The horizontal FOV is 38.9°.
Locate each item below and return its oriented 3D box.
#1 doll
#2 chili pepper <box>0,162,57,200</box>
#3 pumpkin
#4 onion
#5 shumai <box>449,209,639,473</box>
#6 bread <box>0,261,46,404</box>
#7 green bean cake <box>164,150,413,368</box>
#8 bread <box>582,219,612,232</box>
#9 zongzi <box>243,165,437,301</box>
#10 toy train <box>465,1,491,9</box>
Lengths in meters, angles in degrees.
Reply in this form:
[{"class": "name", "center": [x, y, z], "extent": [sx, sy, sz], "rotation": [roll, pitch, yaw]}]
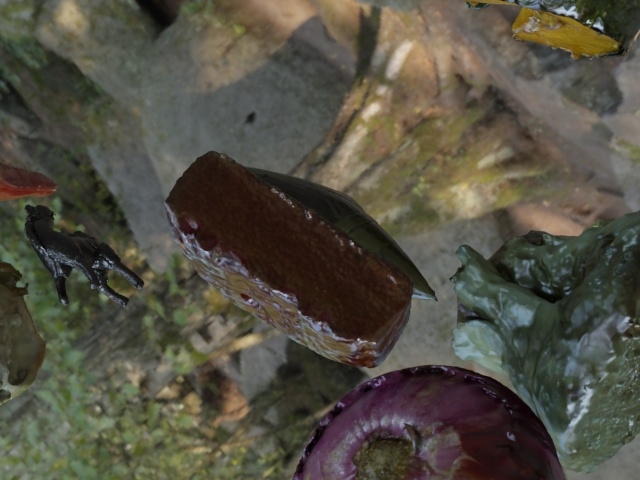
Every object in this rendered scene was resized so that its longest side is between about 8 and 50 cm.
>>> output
[{"class": "doll", "center": [-0.330, 0.016, 1.212], "extent": [0.165, 0.057, 0.139], "rotation": [51, -161, 19]}, {"class": "chili pepper", "center": [-0.438, -0.084, 1.217], "extent": [0.071, 0.063, 0.272], "rotation": [24, -179, 12]}, {"class": "pumpkin", "center": [0.383, -0.410, 1.377], "extent": [0.256, 0.226, 0.303], "rotation": [17, -172, 33]}, {"class": "onion", "center": [0.133, 0.336, 1.136], "extent": [0.358, 0.358, 0.345], "rotation": [45, 174, 28]}, {"class": "shumai", "center": [0.356, 0.101, 1.320], "extent": [0.323, 0.398, 0.324], "rotation": [26, -176, 41]}, {"class": "bread", "center": [-0.614, 0.118, 1.268], "extent": [0.361, 0.394, 0.250], "rotation": [52, -155, -13]}, {"class": "green bean cake", "center": [-0.026, 0.031, 0.878], "extent": [0.232, 0.097, 0.198], "rotation": [29, 163, 11]}, {"class": "bread", "center": [0.585, 0.030, 1.886], "extent": [0.117, 0.064, 0.156], "rotation": [-132, 31, -51]}, {"class": "zongzi", "center": [0.000, 0.000, 1.306], "extent": [0.286, 0.138, 0.300], "rotation": [19, -170, -40]}, {"class": "toy train", "center": [0.373, -0.552, 1.675], "extent": [0.178, 0.330, 0.138], "rotation": [67, 163, -2]}]
